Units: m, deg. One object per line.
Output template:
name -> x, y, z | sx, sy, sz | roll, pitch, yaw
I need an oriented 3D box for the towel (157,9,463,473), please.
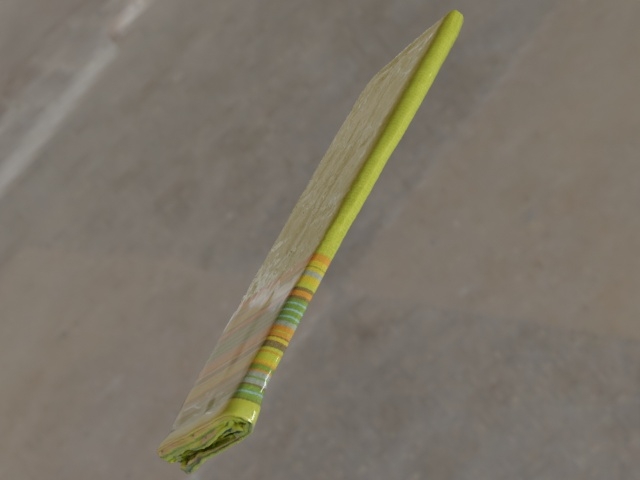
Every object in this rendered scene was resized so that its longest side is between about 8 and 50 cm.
towel -> 0.000, 0.000, 0.886 | 0.237, 0.021, 0.102 | -61, 13, -26
